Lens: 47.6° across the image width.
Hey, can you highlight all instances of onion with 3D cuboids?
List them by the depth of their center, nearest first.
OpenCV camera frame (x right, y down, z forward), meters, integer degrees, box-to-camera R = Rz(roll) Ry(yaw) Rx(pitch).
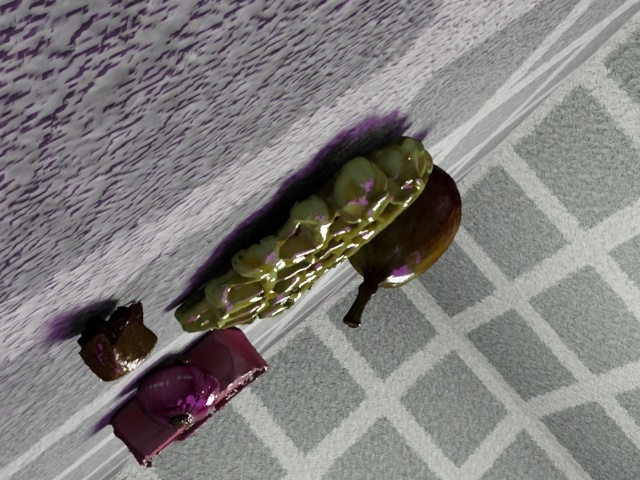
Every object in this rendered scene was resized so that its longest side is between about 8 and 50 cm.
[{"bbox_3d":[-0.195,0.205,0.996,0.115,0.115,0.104,-47,-144,45],"label":"onion"}]

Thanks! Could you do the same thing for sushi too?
[{"bbox_3d":[-0.148,0.072,0.520,0.050,0.047,0.099,-29,-170,-4],"label":"sushi"}]

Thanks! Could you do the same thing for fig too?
[{"bbox_3d":[0.088,0.010,0.962,0.170,0.146,0.274,-48,-174,46],"label":"fig"}]

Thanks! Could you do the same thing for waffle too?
[{"bbox_3d":[0.000,0.000,0.771,0.297,0.073,0.317,-42,174,19],"label":"waffle"}]

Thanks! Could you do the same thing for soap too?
[{"bbox_3d":[-0.210,0.247,1.131,0.250,0.099,0.162,-41,174,0],"label":"soap"}]
